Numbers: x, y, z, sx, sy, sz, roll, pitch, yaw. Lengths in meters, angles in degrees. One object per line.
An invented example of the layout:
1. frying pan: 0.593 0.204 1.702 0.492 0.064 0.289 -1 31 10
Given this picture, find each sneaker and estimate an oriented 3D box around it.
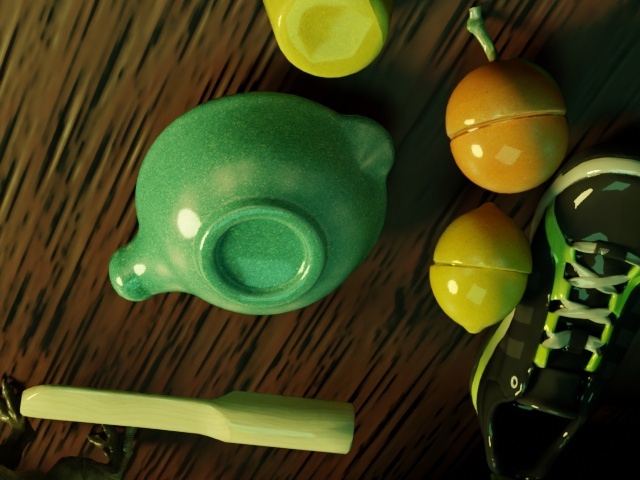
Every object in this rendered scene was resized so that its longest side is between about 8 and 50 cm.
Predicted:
1. sneaker: 0.145 0.054 0.822 0.084 0.097 0.234 12 133 -4

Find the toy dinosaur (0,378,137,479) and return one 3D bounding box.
1. toy dinosaur: -0.177 0.156 0.948 0.268 0.118 0.064 32 130 -22

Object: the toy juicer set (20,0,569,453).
1. toy juicer set: 0.000 0.000 0.800 0.209 0.089 0.329 24 120 -18
